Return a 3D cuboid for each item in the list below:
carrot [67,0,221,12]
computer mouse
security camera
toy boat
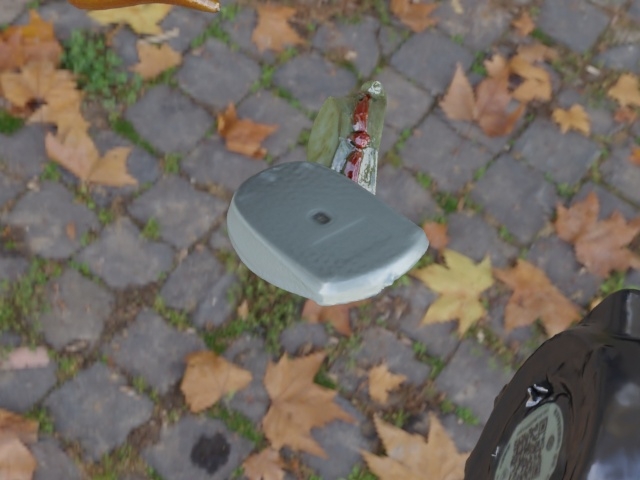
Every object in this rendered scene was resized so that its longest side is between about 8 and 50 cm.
[{"bbox_3d":[-0.134,-0.181,0.888,0.142,0.035,0.035,8,50,23],"label":"carrot"},{"bbox_3d":[0.000,0.000,1.151,0.128,0.079,0.231,-27,38,-19],"label":"computer mouse"},{"bbox_3d":[0.236,0.184,0.730,0.277,0.197,0.191,25,50,-11],"label":"security camera"},{"bbox_3d":[0.030,-0.092,1.288,0.071,0.089,0.185,21,66,-33],"label":"toy boat"}]
